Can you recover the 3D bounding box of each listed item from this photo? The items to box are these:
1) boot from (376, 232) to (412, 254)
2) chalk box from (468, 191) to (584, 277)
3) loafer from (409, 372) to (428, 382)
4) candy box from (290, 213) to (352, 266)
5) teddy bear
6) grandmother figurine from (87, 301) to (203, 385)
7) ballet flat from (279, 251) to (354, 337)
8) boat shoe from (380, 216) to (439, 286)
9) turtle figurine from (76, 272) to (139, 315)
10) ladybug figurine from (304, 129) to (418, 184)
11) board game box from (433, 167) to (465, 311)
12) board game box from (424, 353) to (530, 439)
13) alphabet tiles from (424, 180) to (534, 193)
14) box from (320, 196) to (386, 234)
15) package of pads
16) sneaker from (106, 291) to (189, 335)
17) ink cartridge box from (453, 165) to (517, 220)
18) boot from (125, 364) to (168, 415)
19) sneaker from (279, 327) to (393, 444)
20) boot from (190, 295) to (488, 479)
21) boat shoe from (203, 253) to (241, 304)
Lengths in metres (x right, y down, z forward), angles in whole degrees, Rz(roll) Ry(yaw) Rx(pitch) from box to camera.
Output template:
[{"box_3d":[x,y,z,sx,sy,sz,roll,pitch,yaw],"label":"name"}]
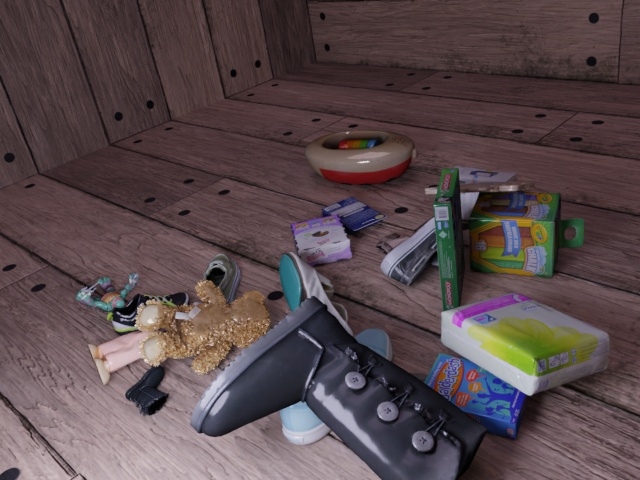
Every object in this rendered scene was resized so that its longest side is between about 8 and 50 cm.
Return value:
[{"box_3d":[0.234,0.017,1.942,0.087,0.042,0.119,-36,36,-28],"label":"boot"},{"box_3d":[0.575,-0.020,1.747,0.289,0.180,0.179,3,31,25],"label":"chalk box"},{"box_3d":[0.183,0.321,1.410,0.125,0.039,0.045,2,5,-13],"label":"loafer"},{"box_3d":[0.000,0.000,2.007,0.165,0.070,0.196,-12,28,-4],"label":"candy box"},{"box_3d":[-0.301,0.223,1.607,0.338,0.113,0.245,-21,60,-28],"label":"teddy bear"},{"box_3d":[-0.430,0.254,1.669,0.343,0.104,0.208,-20,46,-24],"label":"grandmother figurine"},{"box_3d":[-0.011,0.168,1.678,0.139,0.139,0.400,-15,33,-9],"label":"ballet flat"},{"box_3d":[0.319,0.030,1.831,0.335,0.121,0.119,-36,67,-29],"label":"boat shoe"},{"box_3d":[-0.630,0.164,1.867,0.175,0.118,0.234,-14,10,-38],"label":"turtle figurine"},{"box_3d":[0.156,-0.315,2.429,0.450,0.161,0.305,5,32,27],"label":"ladybug figurine"},{"box_3d":[0.341,-0.002,1.645,0.046,0.317,0.213,-1,30,17],"label":"board game box"},{"box_3d":[0.329,0.326,1.339,0.211,0.047,0.160,7,33,28],"label":"board game box"},{"box_3d":[0.452,-0.149,1.799,0.284,0.021,0.278,1,9,39],"label":"alphabet tiles"},{"box_3d":[0.114,-0.082,2.152,0.137,0.036,0.225,-23,30,-21],"label":"box"},{"box_3d":[0.445,0.217,1.381,0.229,0.101,0.297,-10,19,-25],"label":"package of pads"},{"box_3d":[-0.486,0.191,1.790,0.235,0.097,0.084,-25,32,-25],"label":"sneaker"},{"box_3d":[0.512,-0.143,2.012,0.213,0.154,0.093,13,32,37],"label":"ink cartridge box"},{"box_3d":[-0.401,0.361,1.512,0.099,0.045,0.121,15,44,41],"label":"boot"},{"box_3d":[0.045,0.284,1.398,0.135,0.150,0.366,12,36,33],"label":"sneaker"},{"box_3d":[0.036,0.354,1.176,0.445,0.146,0.367,39,62,17],"label":"boot"},{"box_3d":[-0.298,0.110,1.879,0.109,0.094,0.302,-12,29,-3],"label":"boat shoe"}]
